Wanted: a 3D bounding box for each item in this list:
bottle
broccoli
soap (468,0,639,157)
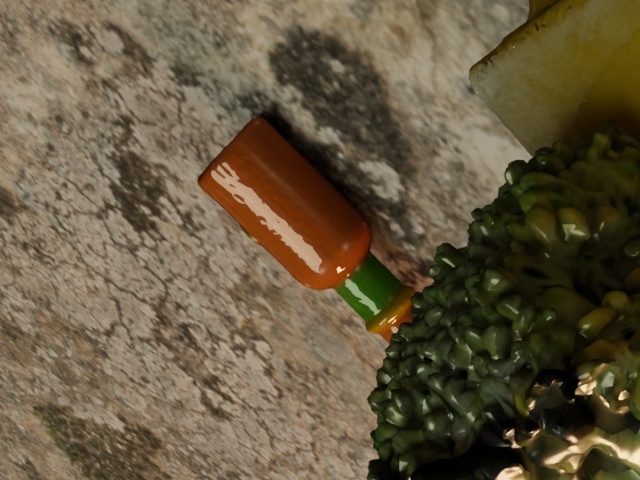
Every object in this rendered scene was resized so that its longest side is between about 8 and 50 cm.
[{"bbox_3d":[0.000,0.000,1.091,0.187,0.069,0.069,45,149,-3],"label":"bottle"},{"bbox_3d":[0.152,0.046,0.774,0.273,0.180,0.242,-3,160,-11],"label":"broccoli"},{"bbox_3d":[0.224,-0.087,0.714,0.199,0.091,0.315,48,148,-8],"label":"soap"}]
